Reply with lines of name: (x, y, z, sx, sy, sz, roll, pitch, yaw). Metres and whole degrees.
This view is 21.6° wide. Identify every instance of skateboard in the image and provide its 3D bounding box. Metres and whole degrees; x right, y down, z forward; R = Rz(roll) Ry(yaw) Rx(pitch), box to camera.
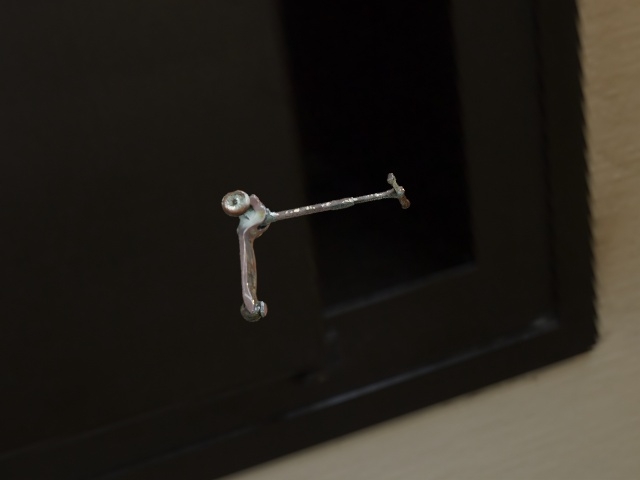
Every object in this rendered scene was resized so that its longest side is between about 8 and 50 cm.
skateboard: (0.000, 0.000, 0.767, 0.032, 0.083, 0.064, 57, 22, -57)
